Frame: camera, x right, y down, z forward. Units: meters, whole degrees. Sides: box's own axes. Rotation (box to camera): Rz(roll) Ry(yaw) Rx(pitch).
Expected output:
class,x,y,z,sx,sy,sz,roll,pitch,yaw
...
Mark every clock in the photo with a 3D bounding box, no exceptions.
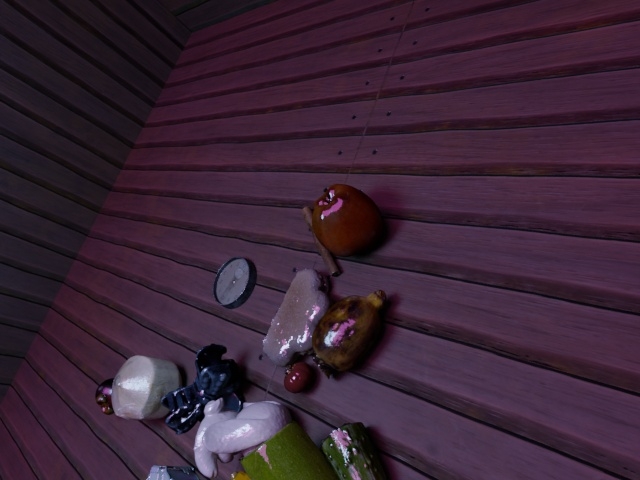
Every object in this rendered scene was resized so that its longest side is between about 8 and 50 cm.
class,x,y,z,sx,sy,sz,roll,pitch,yaw
clock,-0.350,0.168,1.751,0.215,0.042,0.215,-19,56,31

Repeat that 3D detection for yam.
class,x,y,z,sx,sy,sz,roll,pitch,yaw
yam,0.000,0.000,1.558,0.045,0.045,0.327,-19,50,-8

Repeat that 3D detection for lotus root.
class,x,y,z,sx,sy,sz,roll,pitch,yaw
lotus root,0.078,0.264,1.277,0.314,0.141,0.169,-53,49,2

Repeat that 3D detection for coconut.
class,x,y,z,sx,sy,sz,roll,pitch,yaw
coconut,-0.675,0.561,1.653,0.245,0.247,0.245,-18,58,31

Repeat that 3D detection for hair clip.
class,x,y,z,sx,sy,sz,roll,pitch,yaw
hair clip,-0.385,0.506,1.480,0.310,0.206,0.194,-51,40,11

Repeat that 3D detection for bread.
class,x,y,z,sx,sy,sz,roll,pitch,yaw
bread,-0.052,0.259,1.419,0.183,0.102,0.337,14,73,39

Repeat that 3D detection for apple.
class,x,y,z,sx,sy,sz,roll,pitch,yaw
apple,0.080,-0.062,1.406,0.234,0.234,0.234,-19,56,30

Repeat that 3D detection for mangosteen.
class,x,y,z,sx,sy,sz,roll,pitch,yaw
mangosteen,-0.871,0.658,1.823,0.152,0.152,0.153,-19,56,30

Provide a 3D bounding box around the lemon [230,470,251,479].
class,x,y,z,sx,sy,sz,roll,pitch,yaw
lemon,-0.155,0.727,1.178,0.244,0.187,0.187,33,89,22

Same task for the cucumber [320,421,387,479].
class,x,y,z,sx,sy,sz,roll,pitch,yaw
cucumber,0.107,0.590,1.092,0.134,0.134,0.244,-45,51,11

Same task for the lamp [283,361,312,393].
class,x,y,z,sx,sy,sz,roll,pitch,yaw
lamp,-0.069,0.424,1.345,0.101,0.090,0.101,-46,7,7

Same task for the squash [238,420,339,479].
class,x,y,z,sx,sy,sz,roll,pitch,yaw
squash,-0.066,0.640,1.110,0.203,0.111,0.289,-38,76,5

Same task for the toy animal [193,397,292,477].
class,x,y,z,sx,sy,sz,roll,pitch,yaw
toy animal,-0.212,0.569,1.296,0.265,0.271,0.206,-11,85,20

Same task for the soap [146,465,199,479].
class,x,y,z,sx,sy,sz,roll,pitch,yaw
soap,-0.471,0.944,1.337,0.261,0.156,0.446,-20,56,31
